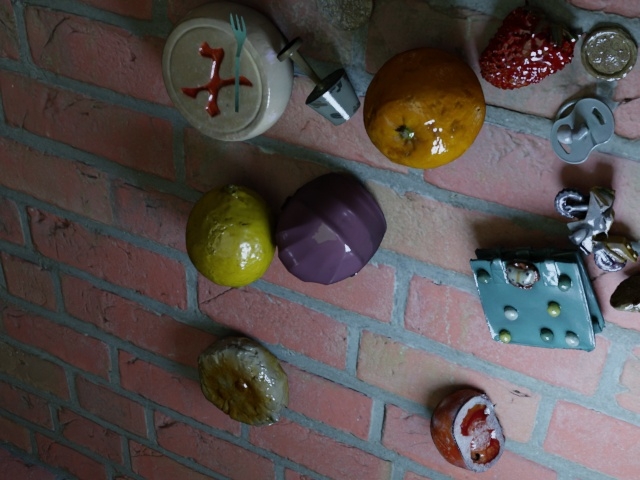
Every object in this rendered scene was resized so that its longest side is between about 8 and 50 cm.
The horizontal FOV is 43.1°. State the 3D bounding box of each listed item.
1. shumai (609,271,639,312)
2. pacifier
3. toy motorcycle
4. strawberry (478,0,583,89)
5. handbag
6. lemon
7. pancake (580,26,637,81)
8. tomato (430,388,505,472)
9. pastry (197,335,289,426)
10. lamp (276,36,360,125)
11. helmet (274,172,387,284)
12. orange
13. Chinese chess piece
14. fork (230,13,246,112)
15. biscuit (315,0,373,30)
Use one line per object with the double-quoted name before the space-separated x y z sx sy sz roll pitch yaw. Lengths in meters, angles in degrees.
"shumai" 0.720 0.125 1.773 0.105 0.123 0.139 39 118 -11
"pacifier" 0.522 -0.230 1.667 0.150 0.116 0.127 -38 70 45
"toy motorcycle" 0.610 -0.030 1.754 0.129 0.094 0.229 -29 107 38
"strawberry" 0.415 -0.370 1.657 0.167 0.087 0.208 34 132 6
"handbag" 0.496 0.142 1.885 0.268 0.100 0.274 3 131 38
"lemon" -0.233 -0.018 2.167 0.253 0.253 0.310 21 126 18
"pancake" 0.573 -0.370 1.612 0.114 0.011 0.115 14 126 21
"tomato" 0.381 0.511 2.205 0.155 0.180 0.214 -1 112 52
"pastry" -0.237 0.429 2.524 0.329 0.136 0.330 16 126 24
"lamp" -0.002 -0.371 1.881 0.121 0.121 0.215 -27 115 39
"helmet" 0.000 0.000 2.074 0.271 0.197 0.338 47 130 -7
"orange" 0.220 -0.280 1.737 0.261 0.261 0.261 15 126 22
"Chinese chess piece" -0.225 -0.411 1.980 0.338 0.140 0.338 15 126 22
"fork" -0.190 -0.406 1.863 0.039 0.021 0.235 21 127 23
"biscuit" 0.052 -0.542 1.809 0.152 0.020 0.152 15 124 24
